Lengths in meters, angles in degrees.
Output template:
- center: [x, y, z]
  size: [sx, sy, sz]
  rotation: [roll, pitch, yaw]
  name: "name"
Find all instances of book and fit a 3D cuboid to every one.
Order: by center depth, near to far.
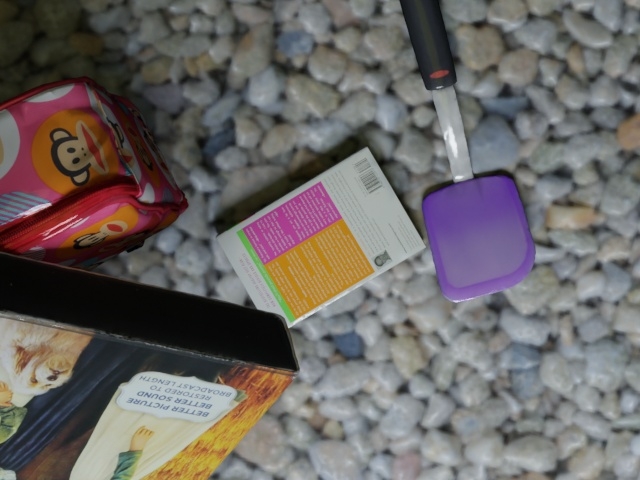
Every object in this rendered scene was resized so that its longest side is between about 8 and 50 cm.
- center: [0.000, 0.000, 1.476]
  size: [0.144, 0.035, 0.096]
  rotation: [-30, 94, 3]
  name: "book"

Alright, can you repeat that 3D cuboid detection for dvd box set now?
- center: [-0.252, 0.178, 1.323]
  size: [0.307, 0.062, 0.420]
  rotation: [15, 130, -34]
  name: "dvd box set"

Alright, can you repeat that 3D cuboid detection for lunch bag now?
- center: [-0.245, -0.014, 1.339]
  size: [0.258, 0.293, 0.120]
  rotation: [-26, 86, 5]
  name: "lunch bag"

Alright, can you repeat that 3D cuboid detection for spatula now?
- center: [0.104, -0.101, 1.462]
  size: [0.084, 0.030, 0.296]
  rotation: [-14, 97, 1]
  name: "spatula"
